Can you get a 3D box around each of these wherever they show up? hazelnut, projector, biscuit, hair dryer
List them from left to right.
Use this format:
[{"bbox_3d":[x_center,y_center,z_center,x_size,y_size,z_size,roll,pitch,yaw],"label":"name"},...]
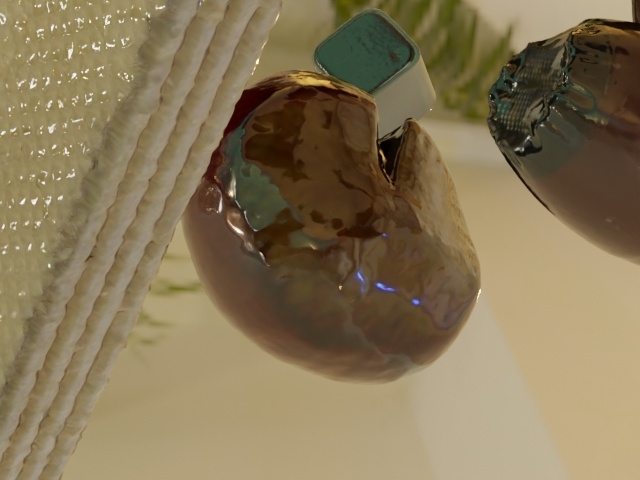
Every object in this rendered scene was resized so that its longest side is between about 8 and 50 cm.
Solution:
[{"bbox_3d":[-0.127,-0.044,0.972,0.078,0.426,0.144,-9,-130,-41],"label":"biscuit"},{"bbox_3d":[0.000,0.000,1.505,0.251,0.217,0.217,47,-159,-8],"label":"hazelnut"},{"bbox_3d":[0.049,-0.148,1.819,0.083,0.082,0.083,-38,-120,-6],"label":"projector"},{"bbox_3d":[0.242,-0.132,1.154,0.312,0.340,0.123,19,155,-30],"label":"hair dryer"}]
